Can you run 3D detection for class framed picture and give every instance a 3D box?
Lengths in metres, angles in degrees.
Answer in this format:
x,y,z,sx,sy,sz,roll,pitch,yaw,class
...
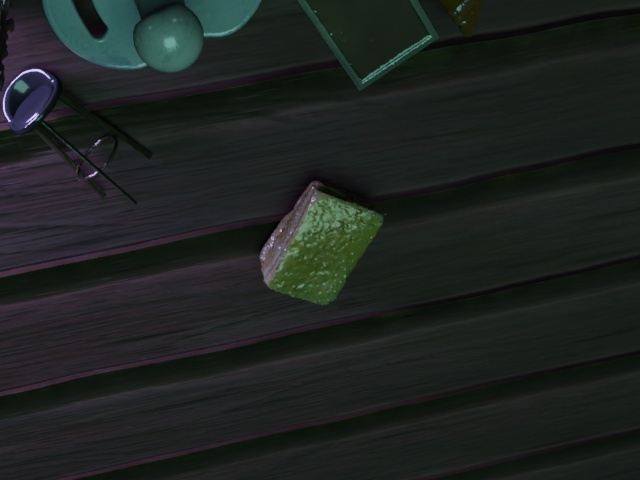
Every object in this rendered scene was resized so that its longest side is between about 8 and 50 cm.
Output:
x,y,z,sx,sy,sz,roll,pitch,yaw,class
0.068,-0.320,1.236,0.142,0.011,0.183,-33,125,11,framed picture

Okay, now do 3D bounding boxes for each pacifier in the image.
x,y,z,sx,sy,sz,roll,pitch,yaw,class
-0.195,-0.297,1.052,0.287,0.226,0.238,-20,141,-3,pacifier

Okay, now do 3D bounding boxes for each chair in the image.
x,y,z,sx,sy,sz,roll,pitch,yaw,class
-0.341,-0.139,1.215,0.104,0.095,0.221,-42,124,6,chair

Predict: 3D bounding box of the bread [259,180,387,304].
x,y,z,sx,sy,sz,roll,pitch,yaw,class
0.000,0.000,1.394,0.138,0.102,0.196,18,116,-27,bread

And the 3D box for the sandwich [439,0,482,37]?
x,y,z,sx,sy,sz,roll,pitch,yaw,class
0.156,-0.399,1.148,0.096,0.094,0.258,-32,125,12,sandwich

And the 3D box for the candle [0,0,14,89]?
x,y,z,sx,sy,sz,roll,pitch,yaw,class
-0.406,-0.328,0.987,0.131,0.287,0.317,8,84,-17,candle
